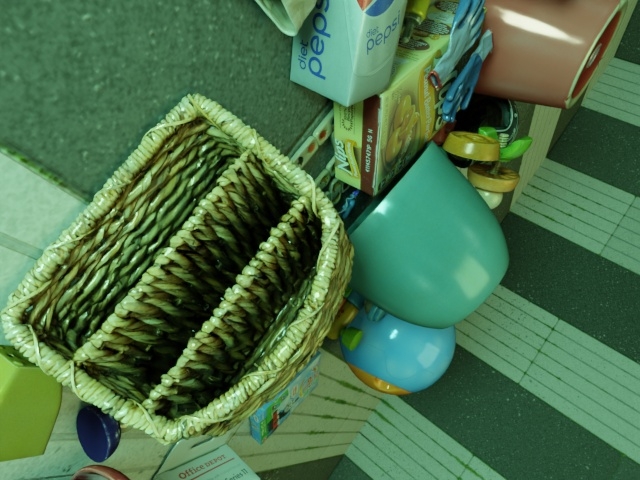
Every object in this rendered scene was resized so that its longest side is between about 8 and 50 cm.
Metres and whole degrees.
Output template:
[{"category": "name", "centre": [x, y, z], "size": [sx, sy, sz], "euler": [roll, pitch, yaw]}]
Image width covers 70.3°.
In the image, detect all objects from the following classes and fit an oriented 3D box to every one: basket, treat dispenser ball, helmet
[{"category": "basket", "centre": [-0.111, 0.049, 0.478], "size": [0.299, 0.213, 0.223], "euler": [-52, 155, -11]}, {"category": "treat dispenser ball", "centre": [0.190, 0.236, 1.140], "size": [0.288, 0.288, 0.288], "euler": [-41, 150, -30]}, {"category": "helmet", "centre": [0.366, -0.258, 1.039], "size": [0.161, 0.169, 0.169], "euler": [-33, 149, -12]}]

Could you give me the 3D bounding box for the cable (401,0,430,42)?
[{"category": "cable", "centre": [0.137, -0.408, 0.575], "size": [0.139, 0.072, 0.287], "euler": [33, 84, -30]}]

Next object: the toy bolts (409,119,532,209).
[{"category": "toy bolts", "centre": [0.263, -0.145, 0.905], "size": [0.218, 0.228, 0.159], "euler": [-22, 130, -46]}]

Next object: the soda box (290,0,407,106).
[{"category": "soda box", "centre": [0.041, -0.301, 0.484], "size": [0.091, 0.098, 0.286], "euler": [-35, 147, -39]}]

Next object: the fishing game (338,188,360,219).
[{"category": "fishing game", "centre": [0.000, 0.000, 0.764], "size": [0.264, 0.041, 0.189], "euler": [-57, 176, -23]}]

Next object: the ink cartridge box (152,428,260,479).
[{"category": "ink cartridge box", "centre": [-0.257, 0.542, 0.889], "size": [0.354, 0.119, 0.207], "euler": [-61, 154, 8]}]

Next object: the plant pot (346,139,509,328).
[{"category": "plant pot", "centre": [0.181, 0.013, 0.805], "size": [0.293, 0.235, 0.293], "euler": [-48, 180, 0]}]

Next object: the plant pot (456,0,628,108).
[{"category": "plant pot", "centre": [0.401, -0.385, 0.861], "size": [0.275, 0.243, 0.275], "euler": [-42, 151, -30]}]

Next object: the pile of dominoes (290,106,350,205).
[{"category": "pile of dominoes", "centre": [-0.015, -0.056, 0.730], "size": [0.251, 0.040, 0.196], "euler": [-52, 154, -10]}]

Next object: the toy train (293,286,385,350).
[{"category": "toy train", "centre": [0.023, 0.181, 0.947], "size": [0.248, 0.143, 0.105], "euler": [-51, 154, -13]}]

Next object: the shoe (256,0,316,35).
[{"category": "shoe", "centre": [-0.059, -0.252, 0.387], "size": [0.058, 0.076, 0.219], "euler": [-65, 156, 5]}]

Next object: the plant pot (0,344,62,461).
[{"category": "plant pot", "centre": [-0.294, 0.145, 0.423], "size": [0.083, 0.081, 0.081], "euler": [-64, 155, -6]}]

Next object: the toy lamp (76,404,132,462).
[{"category": "toy lamp", "centre": [-0.207, 0.229, 0.673], "size": [0.274, 0.080, 0.080], "euler": [-12, 129, -56]}]

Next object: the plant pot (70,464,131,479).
[{"category": "plant pot", "centre": [-0.311, 0.395, 0.553], "size": [0.174, 0.191, 0.191], "euler": [-17, 134, -61]}]

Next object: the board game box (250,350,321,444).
[{"category": "board game box", "centre": [-0.082, 0.374, 1.103], "size": [0.211, 0.039, 0.160], "euler": [-39, 149, -35]}]

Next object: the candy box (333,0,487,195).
[{"category": "candy box", "centre": [0.146, -0.240, 0.741], "size": [0.316, 0.087, 0.183], "euler": [-45, 151, -29]}]

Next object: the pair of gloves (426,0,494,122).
[{"category": "pair of gloves", "centre": [0.221, -0.280, 0.708], "size": [0.159, 0.023, 0.198], "euler": [-60, 152, 0]}]
